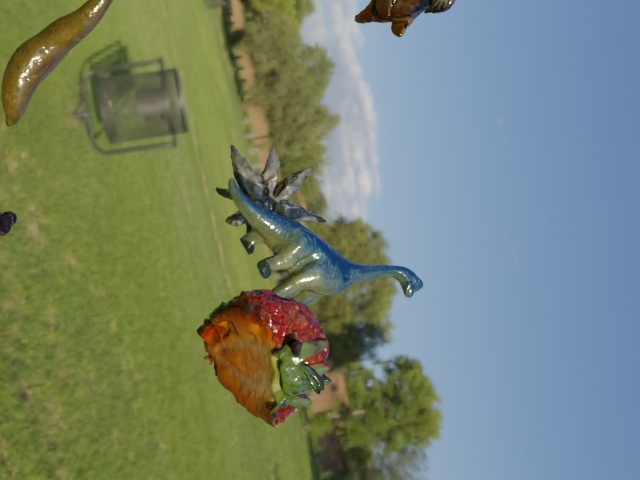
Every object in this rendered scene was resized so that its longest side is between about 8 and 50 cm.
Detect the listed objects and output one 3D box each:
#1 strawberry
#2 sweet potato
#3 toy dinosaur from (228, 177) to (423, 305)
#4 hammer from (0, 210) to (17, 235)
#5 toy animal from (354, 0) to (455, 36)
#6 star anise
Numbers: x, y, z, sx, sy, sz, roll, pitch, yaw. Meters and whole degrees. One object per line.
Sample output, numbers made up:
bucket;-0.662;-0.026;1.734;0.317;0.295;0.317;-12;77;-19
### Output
strawberry;-0.051;0.113;0.921;0.140;0.085;0.192;59;-33;15
sweet potato;-0.371;-0.266;1.236;0.069;0.249;0.059;50;9;34
toy dinosaur;0.000;0.000;1.144;0.248;0.188;0.075;61;-11;-5
hammer;-0.374;-0.082;0.949;0.065;0.021;0.178;-61;138;-59
toy animal;0.143;-0.392;1.470;0.089;0.188;0.179;44;21;-37
star anise;-0.084;-0.066;1.515;0.061;0.180;0.205;-111;-166;-74
